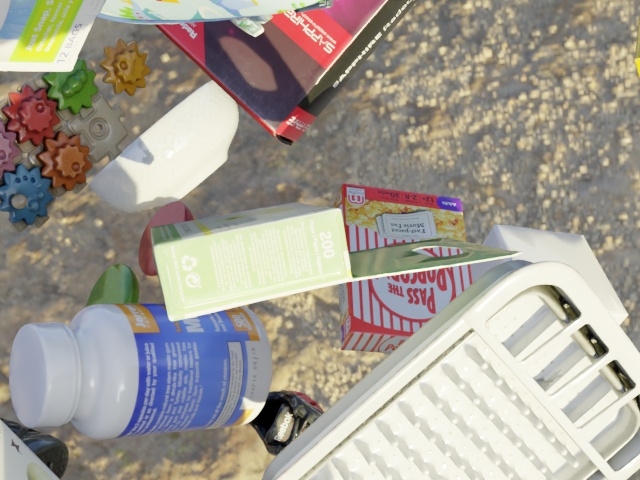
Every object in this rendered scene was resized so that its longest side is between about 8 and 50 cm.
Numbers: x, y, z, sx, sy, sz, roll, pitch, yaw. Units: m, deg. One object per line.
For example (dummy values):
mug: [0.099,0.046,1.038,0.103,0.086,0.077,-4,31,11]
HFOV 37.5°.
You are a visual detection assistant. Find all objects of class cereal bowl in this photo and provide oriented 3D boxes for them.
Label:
cereal bowl: [-0.290,-0.167,1.881,0.339,0.141,0.339,-38,9,7]

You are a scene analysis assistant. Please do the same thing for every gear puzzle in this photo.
gear puzzle: [-0.354,-0.171,1.359,0.044,0.175,0.339,2,42,46]

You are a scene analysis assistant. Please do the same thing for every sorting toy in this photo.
sorting toy: [-0.273,0.099,1.481,0.365,0.126,0.127,-46,42,22]

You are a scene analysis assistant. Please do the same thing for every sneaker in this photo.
sneaker: [-0.423,0.268,1.099,0.130,0.087,0.228,15,18,33]
sneaker: [-0.004,0.297,1.377,0.276,0.135,0.097,25,88,38]

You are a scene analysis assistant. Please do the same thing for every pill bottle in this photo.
pill bottle: [-0.205,0.147,1.082,0.272,0.152,0.152,3,33,-38]

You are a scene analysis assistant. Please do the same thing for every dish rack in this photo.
dish rack: [0.125,0.180,0.824,0.333,0.285,0.072,-42,34,3]

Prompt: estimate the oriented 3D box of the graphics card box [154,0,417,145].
graphics card box: [0.002,-0.312,0.966,0.233,0.094,0.371,44,98,11]

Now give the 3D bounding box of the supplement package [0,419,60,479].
supplement package: [-0.318,0.303,0.801,0.198,0.262,0.199,-29,29,6]

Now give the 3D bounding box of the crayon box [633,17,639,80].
crayon box: [0.656,-0.185,1.373,0.313,0.363,0.106,-3,50,31]

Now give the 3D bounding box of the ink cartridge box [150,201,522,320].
ink cartridge box: [0.000,0.000,0.674,0.235,0.056,0.171,-12,6,-10]

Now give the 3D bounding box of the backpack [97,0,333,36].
backpack: [-0.079,-0.288,0.656,0.273,0.290,0.356,-52,41,-10]

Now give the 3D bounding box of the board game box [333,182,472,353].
board game box: [0.093,0.034,1.053,0.147,0.045,0.193,6,56,-13]

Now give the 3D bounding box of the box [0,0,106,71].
box: [-0.202,-0.155,0.448,0.103,0.203,0.114,44,117,18]

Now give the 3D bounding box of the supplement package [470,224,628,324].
supplement package: [0.313,0.143,1.505,0.175,0.293,0.177,6,43,-23]
